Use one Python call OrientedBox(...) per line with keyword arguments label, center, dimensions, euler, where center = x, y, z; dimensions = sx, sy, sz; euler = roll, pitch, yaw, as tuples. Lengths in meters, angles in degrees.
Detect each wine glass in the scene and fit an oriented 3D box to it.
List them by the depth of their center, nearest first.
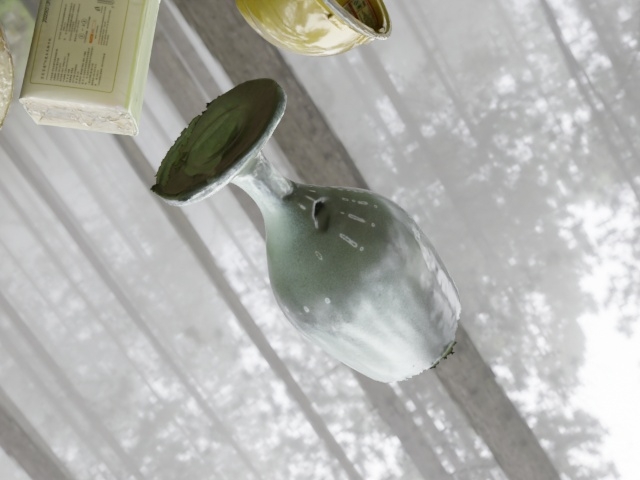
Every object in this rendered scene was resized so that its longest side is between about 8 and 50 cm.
OrientedBox(label="wine glass", center=(0.000, 0.000, 0.724), dimensions=(0.126, 0.241, 0.126), euler=(-30, -146, 23))

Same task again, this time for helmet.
OrientedBox(label="helmet", center=(-0.033, -0.319, 1.265), dimensions=(0.140, 0.257, 0.205), euler=(-35, -132, 27))

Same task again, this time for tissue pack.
OrientedBox(label="tissue pack", center=(-0.330, -0.284, 1.428), dimensions=(0.159, 0.234, 0.125), euler=(6, 165, -2))

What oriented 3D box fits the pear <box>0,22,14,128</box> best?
OrientedBox(label="pear", center=(-0.644, -0.273, 1.448), dimensions=(0.340, 0.387, 0.191), euler=(-15, -150, -22))
